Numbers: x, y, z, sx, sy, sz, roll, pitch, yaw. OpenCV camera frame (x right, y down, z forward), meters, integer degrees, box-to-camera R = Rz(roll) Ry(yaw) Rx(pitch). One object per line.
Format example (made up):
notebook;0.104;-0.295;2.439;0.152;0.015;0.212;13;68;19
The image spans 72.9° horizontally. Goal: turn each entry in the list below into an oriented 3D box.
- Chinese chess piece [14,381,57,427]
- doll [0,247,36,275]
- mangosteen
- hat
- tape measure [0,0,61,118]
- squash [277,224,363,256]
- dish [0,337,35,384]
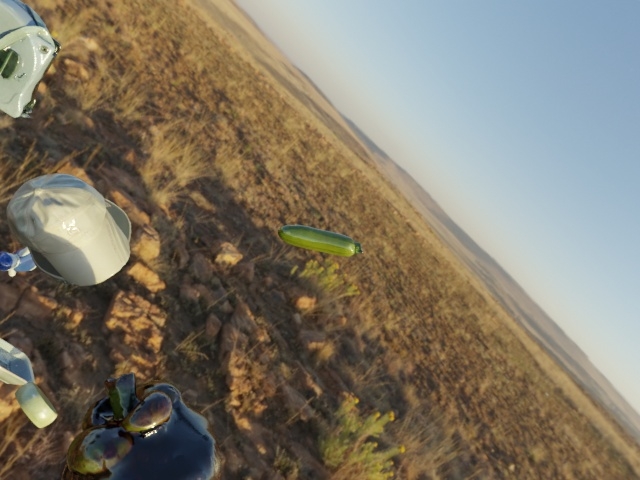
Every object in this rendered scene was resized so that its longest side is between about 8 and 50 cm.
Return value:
Chinese chess piece;-0.874;0.505;1.332;0.144;0.058;0.144;34;-36;29
doll;-0.757;0.051;1.080;0.057;0.099;0.143;38;3;0
mangosteen;-0.318;0.382;0.768;0.287;0.233;0.288;22;48;-27
hat;-0.573;-0.022;0.992;0.275;0.232;0.161;57;-14;-10
tape measure;-0.574;-0.340;0.760;0.180;0.182;0.107;27;23;-26
squash;0.000;0.000;1.264;0.257;0.069;0.069;13;21;-10
dish;-1.141;0.461;1.586;0.154;0.064;0.234;47;-18;34
